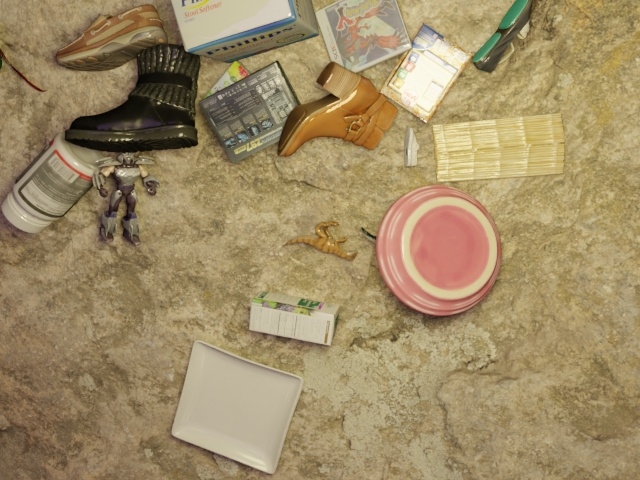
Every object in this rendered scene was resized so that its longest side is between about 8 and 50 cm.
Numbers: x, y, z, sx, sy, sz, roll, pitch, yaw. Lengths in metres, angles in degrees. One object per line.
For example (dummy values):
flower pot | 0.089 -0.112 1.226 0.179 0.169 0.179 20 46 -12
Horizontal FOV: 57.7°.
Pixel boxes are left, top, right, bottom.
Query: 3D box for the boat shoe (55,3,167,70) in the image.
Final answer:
boat shoe | -0.559 -0.539 1.549 0.325 0.123 0.116 -12 88 13

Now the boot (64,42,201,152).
boot | -0.481 -0.367 1.506 0.348 0.131 0.259 -3 84 -7

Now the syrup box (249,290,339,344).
syrup box | -0.072 0.216 1.630 0.237 0.093 0.096 9 104 9

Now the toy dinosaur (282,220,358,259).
toy dinosaur | 0.000 0.000 1.583 0.212 0.064 0.112 17 107 7

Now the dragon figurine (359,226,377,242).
dragon figurine | 0.241 0.025 1.527 0.144 0.085 0.289 -43 96 15

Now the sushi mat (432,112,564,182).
sushi mat | 0.447 -0.230 1.464 0.317 0.019 0.151 -3 101 11

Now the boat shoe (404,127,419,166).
boat shoe | 0.238 -0.241 1.499 0.035 0.035 0.100 -3 99 -16

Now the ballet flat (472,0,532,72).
ballet flat | 0.447 -0.487 1.386 0.074 0.074 0.203 37 101 1

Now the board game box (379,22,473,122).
board game box | 0.261 -0.414 1.445 0.147 0.045 0.193 35 107 2

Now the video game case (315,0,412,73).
video game case | 0.105 -0.522 1.439 0.202 0.023 0.183 -19 90 21

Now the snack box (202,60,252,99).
snack box | -0.231 -0.392 1.551 0.100 0.037 0.141 45 107 -2

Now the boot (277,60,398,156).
boot | 0.041 -0.287 1.471 0.220 0.109 0.283 27 109 -29

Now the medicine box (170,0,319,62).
medicine box | -0.168 -0.538 1.373 0.264 0.289 0.149 -12 100 14

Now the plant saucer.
plant saucer | 0.306 0.021 1.440 0.333 0.084 0.331 1 84 -12

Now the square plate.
square plate | -0.252 0.498 1.754 0.348 0.049 0.343 19 106 6

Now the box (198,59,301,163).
box | -0.171 -0.332 1.513 0.233 0.059 0.183 -25 110 11

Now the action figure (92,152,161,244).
action figure | -0.545 -0.131 1.624 0.186 0.099 0.284 -2 120 -30

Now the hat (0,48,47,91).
hat | -0.930 -0.505 1.671 0.173 0.183 0.208 -30 54 10

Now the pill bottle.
pill bottle | -0.756 -0.159 1.644 0.283 0.161 0.161 -39 93 17
